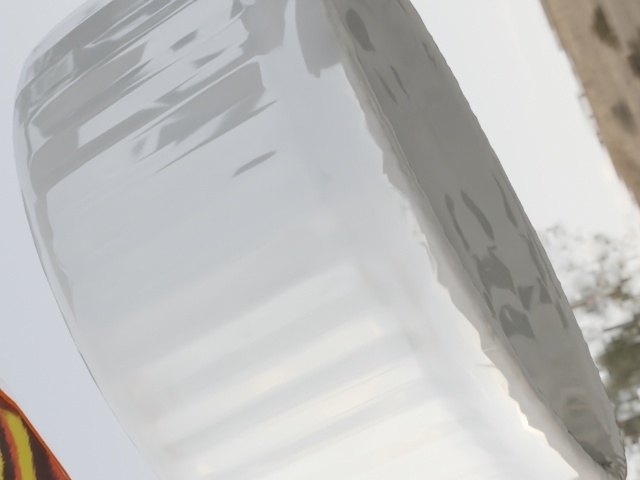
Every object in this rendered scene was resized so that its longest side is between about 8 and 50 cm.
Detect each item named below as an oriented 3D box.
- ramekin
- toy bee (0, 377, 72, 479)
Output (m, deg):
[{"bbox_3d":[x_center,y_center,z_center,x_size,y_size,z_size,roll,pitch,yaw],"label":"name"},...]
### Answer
[{"bbox_3d":[0.000,0.000,0.589,0.277,0.135,0.277,56,-166,-22],"label":"ramekin"},{"bbox_3d":[-0.250,0.039,0.747,0.298,0.162,0.195,64,167,5],"label":"toy bee"}]
